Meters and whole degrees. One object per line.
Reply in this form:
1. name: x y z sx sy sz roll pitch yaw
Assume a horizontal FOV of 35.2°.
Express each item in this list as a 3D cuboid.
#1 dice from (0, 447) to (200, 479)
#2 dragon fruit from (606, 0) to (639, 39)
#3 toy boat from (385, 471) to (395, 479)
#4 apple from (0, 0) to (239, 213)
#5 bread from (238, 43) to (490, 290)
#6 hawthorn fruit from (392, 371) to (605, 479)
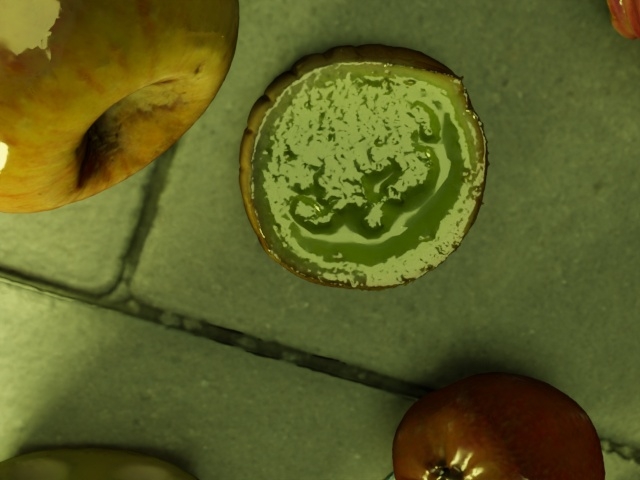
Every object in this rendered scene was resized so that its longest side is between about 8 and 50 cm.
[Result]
1. dice: -0.218 0.337 0.916 0.233 0.238 0.227 2 107 -10
2. dragon fruit: 0.385 -0.242 0.872 0.290 0.189 0.291 0 105 0
3. toy boat: 0.181 0.332 1.083 0.291 0.067 0.220 34 99 -5
4. apple: -0.218 -0.178 0.741 0.275 0.299 0.299 44 97 10
5. bread: 0.040 -0.067 0.914 0.236 0.070 0.236 -1 101 -7
6. hawthorn fruit: 0.191 0.219 0.988 0.225 0.196 0.197 -6 110 -39
